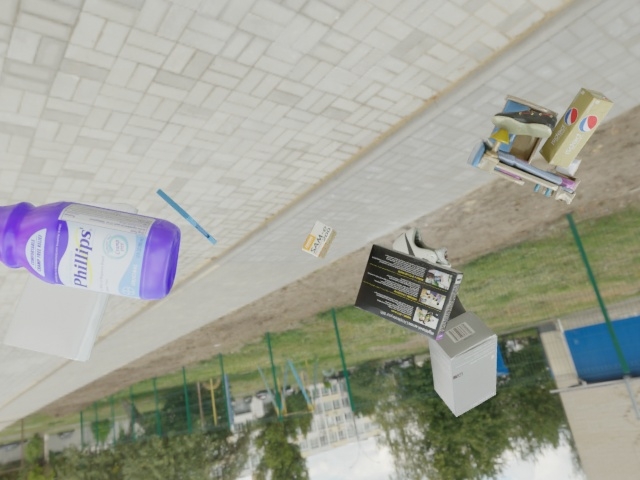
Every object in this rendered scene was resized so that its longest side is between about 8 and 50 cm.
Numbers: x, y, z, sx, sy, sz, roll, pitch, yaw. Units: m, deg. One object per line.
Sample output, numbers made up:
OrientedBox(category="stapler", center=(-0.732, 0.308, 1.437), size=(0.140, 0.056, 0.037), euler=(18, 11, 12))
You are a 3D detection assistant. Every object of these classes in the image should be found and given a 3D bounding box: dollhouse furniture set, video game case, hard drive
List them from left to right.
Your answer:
OrientedBox(category="hard drive", center=(-0.496, 0.069, 0.961), size=(0.202, 0.308, 0.040), euler=(4, 162, 23))
OrientedBox(category="video game case", center=(-0.331, -0.056, 1.201), size=(0.015, 0.119, 0.166), euler=(-48, 158, -9))
OrientedBox(category="dollhouse furniture set", center=(0.523, -0.219, 1.139), size=(0.286, 0.198, 0.303), euler=(24, -164, 8))

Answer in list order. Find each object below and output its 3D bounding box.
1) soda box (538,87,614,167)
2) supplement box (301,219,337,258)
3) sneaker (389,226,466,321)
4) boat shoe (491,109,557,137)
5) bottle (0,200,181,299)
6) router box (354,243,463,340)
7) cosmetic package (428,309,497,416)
OrientedBox(category="soda box", center=(0.611, -0.268, 1.160), size=(0.061, 0.058, 0.181), euler=(7, 130, -16))
OrientedBox(category="supplement box", center=(0.000, 0.000, 0.928), size=(0.036, 0.062, 0.098), euler=(28, -179, 8))
OrientedBox(category="sneaker", center=(0.338, 0.100, 1.416), size=(0.122, 0.331, 0.146), euler=(-6, 142, -54))
OrientedBox(category="boat shoe", center=(0.430, -0.252, 1.021), size=(0.133, 0.042, 0.049), euler=(22, 164, 39))
OrientedBox(category="bottle", center=(-0.346, 0.006, 0.673), size=(0.282, 0.118, 0.092), euler=(12, -162, -8))
OrientedBox(category="router box", center=(0.165, 0.095, 0.926), size=(0.178, 0.133, 0.046), euler=(20, -173, 30))
OrientedBox(category="cosmetic package", center=(0.339, 0.294, 1.143), size=(0.127, 0.107, 0.238), euler=(-26, 127, -10))
